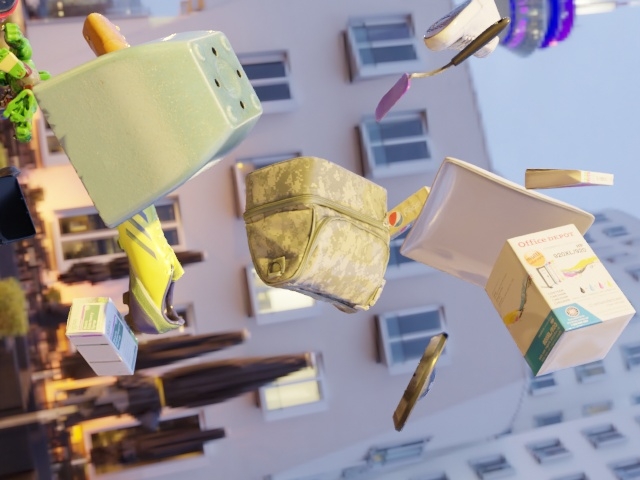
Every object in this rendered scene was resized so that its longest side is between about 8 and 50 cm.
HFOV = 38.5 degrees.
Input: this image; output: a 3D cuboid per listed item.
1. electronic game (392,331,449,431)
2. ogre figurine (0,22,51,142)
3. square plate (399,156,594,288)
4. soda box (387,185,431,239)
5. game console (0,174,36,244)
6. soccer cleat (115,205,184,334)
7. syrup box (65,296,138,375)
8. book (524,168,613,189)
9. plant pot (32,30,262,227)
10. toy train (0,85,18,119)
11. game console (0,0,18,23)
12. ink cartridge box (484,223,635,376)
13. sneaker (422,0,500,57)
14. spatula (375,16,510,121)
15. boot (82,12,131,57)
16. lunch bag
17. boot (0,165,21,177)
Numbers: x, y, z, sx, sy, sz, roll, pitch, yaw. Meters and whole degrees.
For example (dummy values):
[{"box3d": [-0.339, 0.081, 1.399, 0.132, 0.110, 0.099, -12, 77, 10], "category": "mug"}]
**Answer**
[{"box3d": [0.211, 0.293, 1.911, 0.229, 0.048, 0.229, -60, 170, -17], "category": "electronic game"}, {"box3d": [-0.530, -0.282, 1.626, 0.118, 0.096, 0.197, -115, -177, -71], "category": "ogre figurine"}, {"box3d": [0.388, -0.021, 2.074, 0.347, 0.343, 0.049, 110, 1, -50], "category": "square plate"}, {"box3d": [0.243, -0.074, 2.539, 0.061, 0.181, 0.058, 61, 23, 16], "category": "soda box"}, {"box3d": [-0.579, -0.041, 1.619, 0.071, 0.107, 0.122, -3, 69, -64], "category": "game console"}, {"box3d": [-0.304, 0.028, 1.675, 0.093, 0.121, 0.289, -20, 106, -73], "category": "soccer cleat"}, {"box3d": [-0.515, 0.231, 2.179, 0.237, 0.096, 0.093, 79, 10, -57], "category": "syrup box"}, {"box3d": [0.408, -0.099, 1.502, 0.096, 0.144, 0.035, 0, -89, 36], "category": "book"}, {"box3d": [-0.243, -0.204, 1.456, 0.247, 0.252, 0.248, 63, 24, -10], "category": "plant pot"}, {"box3d": [-0.632, -0.285, 1.866, 0.158, 0.027, 0.036, -30, -101, 50], "category": "toy train"}, {"box3d": [-0.701, -0.569, 1.585, 0.060, 0.386, 0.342, -14, -103, 37], "category": "game console"}, {"box3d": [0.469, 0.116, 1.831, 0.168, 0.171, 0.233, 103, -31, -48], "category": "ink cartridge box"}, {"box3d": [0.307, -0.420, 1.861, 0.105, 0.290, 0.123, -21, -76, 39], "category": "sneaker"}, {"box3d": [0.216, -0.315, 1.661, 0.030, 0.296, 0.084, 51, 19, -24], "category": "spatula"}, {"box3d": [-0.399, -0.355, 1.801, 0.211, 0.104, 0.295, 59, -11, -2], "category": "boot"}, {"box3d": [0.000, 0.000, 1.846, 0.212, 0.305, 0.256, -10, -110, 34], "category": "lunch bag"}, {"box3d": [-0.781, -0.146, 2.061, 0.106, 0.219, 0.082, 65, 19, -7], "category": "boot"}]
